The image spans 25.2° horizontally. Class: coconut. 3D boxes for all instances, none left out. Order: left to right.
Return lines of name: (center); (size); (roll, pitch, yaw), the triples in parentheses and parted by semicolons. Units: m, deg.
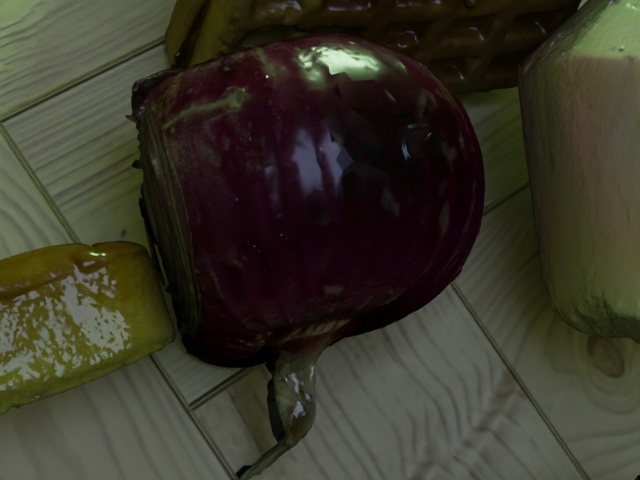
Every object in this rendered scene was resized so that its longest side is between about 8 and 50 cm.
coconut: (0.303, -0.084, 1.110); (0.297, 0.297, 0.309); (-4, 93, -26)

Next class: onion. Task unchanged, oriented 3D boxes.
onion: (-0.001, -0.031, 0.982); (0.256, 0.230, 0.272); (-37, 92, -32)

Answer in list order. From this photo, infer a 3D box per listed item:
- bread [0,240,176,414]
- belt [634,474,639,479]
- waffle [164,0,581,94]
bread: (-0.213, 0.067, 0.932); (0.245, 0.102, 0.094); (-21, 87, -28)
belt: (0.308, 0.301, 0.987); (0.122, 0.260, 0.325); (-7, 84, -26)
waffle: (0.057, -0.201, 1.094); (0.327, 0.224, 0.098); (-10, 58, -28)
